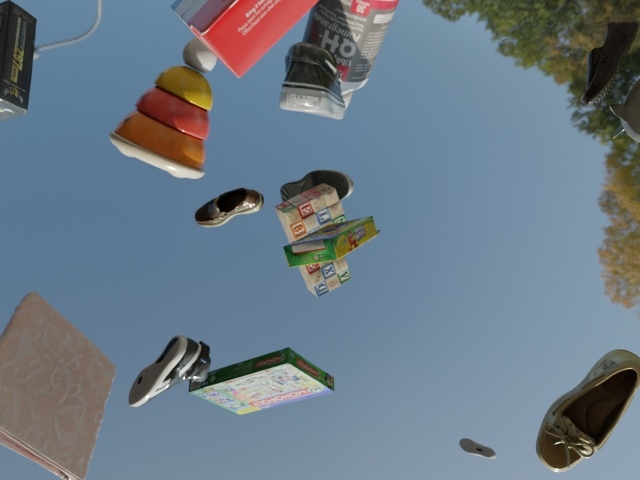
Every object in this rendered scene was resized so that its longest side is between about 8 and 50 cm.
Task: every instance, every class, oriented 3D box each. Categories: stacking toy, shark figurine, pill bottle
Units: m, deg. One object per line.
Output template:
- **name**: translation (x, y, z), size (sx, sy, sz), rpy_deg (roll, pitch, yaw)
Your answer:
- **stacking toy**: translation (-0.495, -0.488, 1.769), size (0.350, 0.480, 0.350), rpy_deg (25, -174, -3)
- **shark figurine**: translation (0.731, -0.284, 1.160), size (0.116, 0.166, 0.278), rpy_deg (25, -139, -13)
- **pill bottle**: translation (0.050, -0.456, 1.140), size (0.176, 0.319, 0.176), rpy_deg (11, -135, -12)

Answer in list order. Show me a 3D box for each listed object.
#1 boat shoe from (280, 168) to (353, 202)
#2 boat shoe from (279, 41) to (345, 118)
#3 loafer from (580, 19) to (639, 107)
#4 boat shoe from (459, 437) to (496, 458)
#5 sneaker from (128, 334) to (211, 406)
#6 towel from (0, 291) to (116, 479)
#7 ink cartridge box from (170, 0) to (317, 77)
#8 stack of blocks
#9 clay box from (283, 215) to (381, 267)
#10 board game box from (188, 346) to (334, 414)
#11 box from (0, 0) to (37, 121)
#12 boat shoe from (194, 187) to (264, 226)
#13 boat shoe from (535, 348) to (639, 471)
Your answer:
- **boat shoe**: translation (-0.004, -0.169, 1.641), size (0.103, 0.320, 0.118), rpy_deg (-22, -82, -40)
- **boat shoe**: translation (-0.004, -0.290, 0.914), size (0.121, 0.119, 0.335), rpy_deg (10, -166, -2)
- **loafer**: translation (0.688, -0.431, 1.225), size (0.078, 0.220, 0.080), rpy_deg (29, -173, 28)
- **boat shoe**: translation (0.419, 0.555, 1.335), size (0.035, 0.100, 0.035), rpy_deg (41, -118, -39)
- **sneaker**: translation (-0.331, 0.315, 1.143), size (0.121, 0.217, 0.079), rpy_deg (31, -160, -37)
- **towel**: translation (-0.609, 0.327, 1.130), size (0.053, 0.317, 0.332), rpy_deg (-23, -145, 9)
- **ink cartridge box**: translation (-0.089, -0.277, 0.585), size (0.078, 0.134, 0.231), rpy_deg (43, -173, -37)
- **stack of blocks**: translation (0.000, 0.000, 1.519), size (0.171, 0.297, 0.087), rpy_deg (-27, -155, -16)
- **clay box**: translation (0.033, -0.004, 1.105), size (0.222, 0.127, 0.053), rpy_deg (-30, -74, -56)
- **board game box**: translation (-0.153, 0.376, 1.311), size (0.213, 0.317, 0.046), rpy_deg (44, -147, -41)
- **box**: translation (-0.591, -0.279, 0.843), size (0.232, 0.059, 0.184), rpy_deg (-10, -108, 19)
- **boat shoe**: translation (-0.310, -0.114, 1.597), size (0.095, 0.257, 0.095), rpy_deg (23, -128, -60)
- **boat shoe**: translation (0.506, 0.332, 0.958), size (0.104, 0.285, 0.089), rpy_deg (33, -163, 24)
